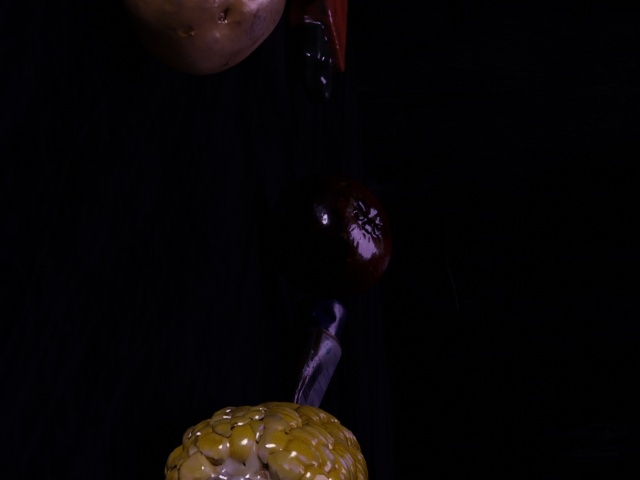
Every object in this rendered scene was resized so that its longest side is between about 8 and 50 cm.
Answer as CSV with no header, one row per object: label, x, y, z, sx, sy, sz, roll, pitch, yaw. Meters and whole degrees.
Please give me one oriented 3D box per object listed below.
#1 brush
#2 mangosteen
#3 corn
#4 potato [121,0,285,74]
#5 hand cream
brush,-0.004,-0.224,1.170,0.323,0.051,0.070,-84,162,-53
mangosteen,0.002,-0.001,0.795,0.081,0.081,0.080,-5,90,-86
corn,-0.014,0.094,0.482,0.203,0.072,0.072,56,29,-83
potato,-0.043,-0.093,0.447,0.083,0.062,0.068,-144,-119,-67
hand cream,-0.006,0.112,0.820,0.062,0.039,0.163,82,11,-56
